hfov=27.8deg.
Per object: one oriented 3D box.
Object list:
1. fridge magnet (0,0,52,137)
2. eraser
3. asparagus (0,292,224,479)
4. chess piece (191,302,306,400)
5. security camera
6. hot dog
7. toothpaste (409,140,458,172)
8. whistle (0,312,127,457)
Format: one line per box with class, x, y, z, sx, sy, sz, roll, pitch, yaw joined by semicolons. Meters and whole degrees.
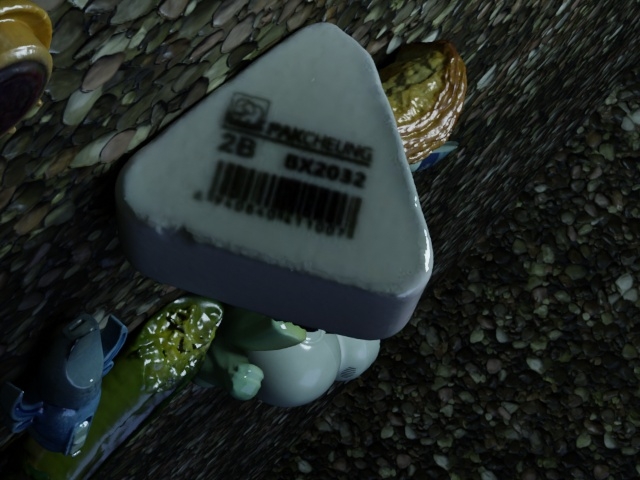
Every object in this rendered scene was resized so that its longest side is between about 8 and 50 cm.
fridge magnet;-0.245;-0.112;0.911;0.143;0.063;0.143;-41;170;-9
eraser;-0.064;-0.044;1.358;0.331;0.331;0.150;-41;165;-19
asparagus;-0.272;0.212;1.755;0.382;0.108;0.128;-45;162;-8
chess piece;-0.087;0.112;1.867;0.298;0.176;0.176;-47;167;17
security camera;-0.036;0.193;2.255;0.236;0.194;0.194;-30;161;-38
hot dog;0.075;-0.146;1.637;0.259;0.114;0.175;-40;-156;-25
toothpaste;0.170;-0.142;2.171;0.069;0.047;0.268;-62;167;14
whistle;-0.314;0.179;1.578;0.180;0.093;0.269;-33;157;-39
